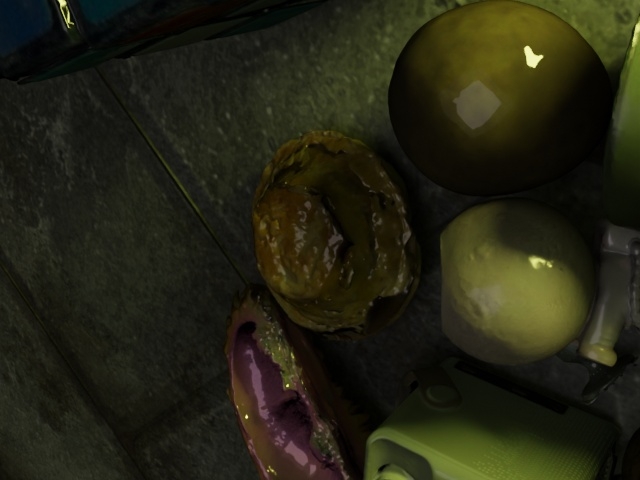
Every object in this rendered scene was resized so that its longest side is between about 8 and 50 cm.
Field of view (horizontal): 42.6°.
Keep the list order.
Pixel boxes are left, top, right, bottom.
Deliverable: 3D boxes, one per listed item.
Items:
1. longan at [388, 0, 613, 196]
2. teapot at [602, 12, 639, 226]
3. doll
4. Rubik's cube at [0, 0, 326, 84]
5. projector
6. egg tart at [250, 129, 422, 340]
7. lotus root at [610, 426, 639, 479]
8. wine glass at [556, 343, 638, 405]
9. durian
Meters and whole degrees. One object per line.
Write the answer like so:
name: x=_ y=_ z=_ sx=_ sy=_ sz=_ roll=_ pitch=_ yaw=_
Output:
longan: x=0.153 y=-0.110 z=0.705 sx=0.184 sy=0.159 sz=0.204 roll=5 pitch=152 yaw=23
teapot: x=0.384 y=-0.095 z=0.521 sx=0.336 sy=0.200 sz=0.271 roll=17 pitch=90 yaw=29
doll: x=0.243 y=0.033 z=0.680 sx=0.287 sy=0.151 sz=0.151 roll=0 pitch=113 yaw=11
Rubik's cube: x=-0.081 y=-0.352 z=0.630 sx=0.358 sy=0.363 sz=0.362 roll=-13 pitch=102 yaw=43
projector: x=0.162 y=0.242 z=0.850 sx=0.242 sy=0.177 sz=0.164 roll=22 pitch=122 yaw=30
egg tart: x=0.000 y=0.000 z=0.896 sx=0.241 sy=0.106 sz=0.241 roll=8 pitch=104 yaw=36
lotus root: x=0.343 y=0.206 z=0.736 sx=0.120 sy=0.120 sz=0.209 roll=53 pitch=129 yaw=5
wine glass: x=0.225 y=0.078 z=0.791 sx=0.155 sy=0.072 sz=0.072 roll=49 pitch=132 yaw=7
durian: x=-0.021 y=0.213 z=1.026 sx=0.341 sy=0.112 sz=0.191 roll=58 pitch=141 yaw=14
